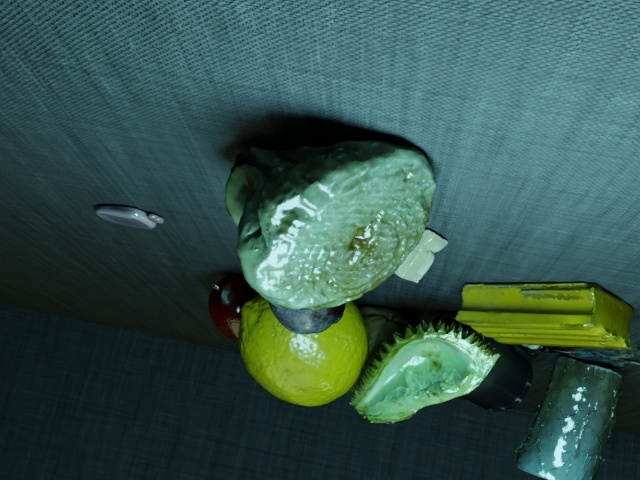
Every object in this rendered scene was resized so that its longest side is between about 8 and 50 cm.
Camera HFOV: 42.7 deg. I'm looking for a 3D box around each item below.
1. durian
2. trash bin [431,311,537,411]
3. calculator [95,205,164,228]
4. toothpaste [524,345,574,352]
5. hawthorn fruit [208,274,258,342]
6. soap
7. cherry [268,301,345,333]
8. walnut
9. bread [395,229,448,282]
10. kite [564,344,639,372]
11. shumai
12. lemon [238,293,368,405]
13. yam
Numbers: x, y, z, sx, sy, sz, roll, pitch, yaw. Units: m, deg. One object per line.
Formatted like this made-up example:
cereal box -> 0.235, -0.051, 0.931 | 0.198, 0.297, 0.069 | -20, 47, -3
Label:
durian -> 0.230, 0.302, 1.931 | 0.394, 0.198, 0.163 | -33, 170, 20
trash bin -> 0.413, 0.321, 2.165 | 0.252, 0.203, 0.301 | -39, 140, 17
calculator -> -0.426, -0.052, 1.826 | 0.166, 0.024, 0.103 | 6, 163, 25
toothpaste -> 0.598, 0.278, 2.162 | 0.071, 0.045, 0.193 | -1, 163, 44
hawthorn fruit -> -0.222, 0.175, 2.196 | 0.185, 0.185, 0.202 | -4, 142, 46
soap -> 0.473, 0.159, 1.737 | 0.324, 0.096, 0.204 | -4, 158, 44
cherry -> -0.033, 0.115, 1.814 | 0.195, 0.195, 0.195 | 11, 164, 3
walnut -> 0.156, 0.301, 2.229 | 0.283, 0.283, 0.227 | -4, -159, 46
bread -> 0.154, 0.001, 1.568 | 0.077, 0.105, 0.152 | 26, -169, -42
kite -> 0.793, 0.321, 2.216 | 0.368, 0.014, 0.406 | 9, 164, 14
shumai -> -0.015, -0.069, 1.245 | 0.309, 0.304, 0.263 | 29, -168, -50
lemon -> -0.040, 0.248, 2.033 | 0.336, 0.336, 0.336 | 11, 164, 3
yam -> 0.711, 0.507, 2.314 | 0.241, 0.348, 0.241 | 21, 180, 0
